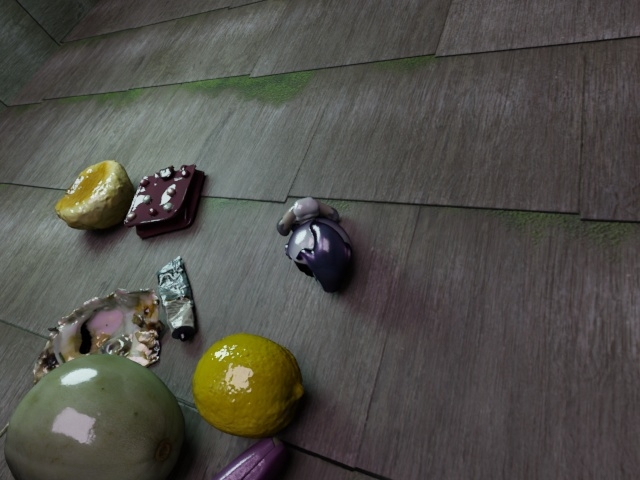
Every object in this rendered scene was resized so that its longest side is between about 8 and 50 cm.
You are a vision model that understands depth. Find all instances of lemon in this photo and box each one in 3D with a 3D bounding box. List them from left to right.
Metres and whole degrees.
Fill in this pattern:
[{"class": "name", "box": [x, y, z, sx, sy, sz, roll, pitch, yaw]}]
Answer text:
[{"class": "lemon", "box": [-0.127, 0.254, 0.713, 0.192, 0.181, 0.181, 15, 62, -3]}]

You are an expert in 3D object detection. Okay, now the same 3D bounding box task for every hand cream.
[{"class": "hand cream", "box": [-0.347, 0.142, 0.976, 0.075, 0.052, 0.248, -18, 44, -15]}]

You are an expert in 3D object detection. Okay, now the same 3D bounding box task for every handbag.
[{"class": "handbag", "box": [-0.450, -0.123, 1.171, 0.203, 0.074, 0.217, -9, 56, 19]}]

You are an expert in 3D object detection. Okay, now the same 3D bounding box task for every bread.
[{"class": "bread", "box": [-0.681, -0.127, 1.246, 0.244, 0.134, 0.245, -14, 52, 19]}]

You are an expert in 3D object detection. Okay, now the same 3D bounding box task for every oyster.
[{"class": "oyster", "box": [-0.519, 0.235, 0.966, 0.354, 0.107, 0.201, -20, 80, 2]}]

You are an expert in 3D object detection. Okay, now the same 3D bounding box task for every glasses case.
[{"class": "glasses case", "box": [-0.175, 0.426, 0.610, 0.316, 0.123, 0.076, -37, 69, -26]}]

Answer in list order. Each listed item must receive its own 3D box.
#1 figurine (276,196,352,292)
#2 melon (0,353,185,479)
[{"class": "figurine", "box": [0.000, 0.000, 0.844, 0.145, 0.145, 0.222, -29, 50, 5]}, {"class": "melon", "box": [-0.400, 0.343, 0.735, 0.307, 0.272, 0.272, 32, 76, 19]}]
